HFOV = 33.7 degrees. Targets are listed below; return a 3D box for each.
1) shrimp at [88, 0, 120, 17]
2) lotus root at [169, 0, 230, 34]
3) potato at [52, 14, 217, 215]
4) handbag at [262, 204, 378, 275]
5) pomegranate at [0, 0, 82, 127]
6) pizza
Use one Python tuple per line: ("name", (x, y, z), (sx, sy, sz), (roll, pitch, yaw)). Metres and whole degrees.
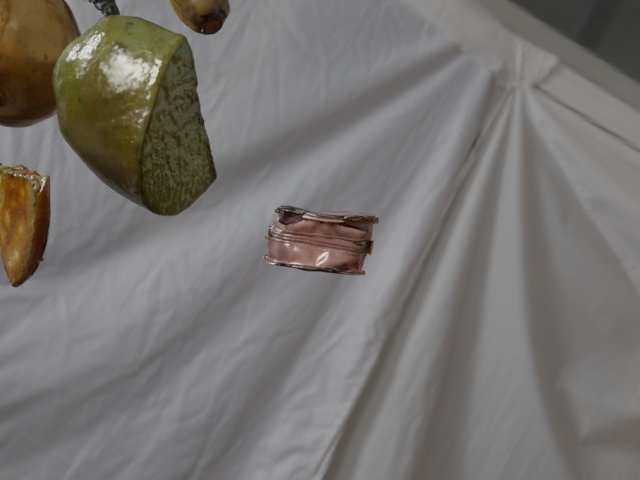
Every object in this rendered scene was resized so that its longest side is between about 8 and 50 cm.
("shrimp", (-0.593, -0.610, 2.340), (0.410, 0.166, 0.221), (38, 14, -4))
("lotus root", (-0.261, -0.519, 2.174), (0.221, 0.118, 0.125), (64, -28, 20))
("potato", (-0.363, -0.205, 1.818), (0.280, 0.212, 0.330), (20, -40, 22))
("handbag", (0.000, -0.002, 1.955), (0.205, 0.116, 0.179), (8, 3, 4))
("pomegranate", (-0.675, -0.388, 2.255), (0.342, 0.342, 0.342), (29, 2, -1))
("pizza", (-0.426, -0.056, 1.497), (0.053, 0.201, 0.193), (-12, 57, -38))
